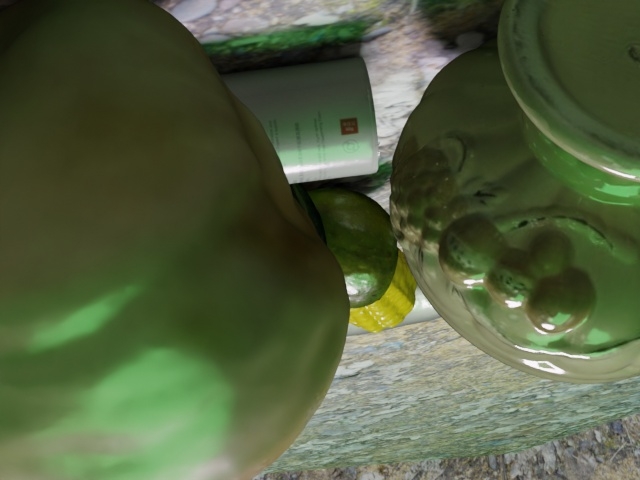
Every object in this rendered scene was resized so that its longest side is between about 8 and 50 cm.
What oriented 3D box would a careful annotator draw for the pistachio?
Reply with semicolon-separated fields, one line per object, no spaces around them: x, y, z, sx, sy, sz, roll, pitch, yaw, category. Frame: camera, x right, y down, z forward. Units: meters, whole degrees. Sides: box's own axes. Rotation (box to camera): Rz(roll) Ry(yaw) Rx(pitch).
-0.192;0.008;0.965;0.445;0.365;0.281;16;175;11;pistachio

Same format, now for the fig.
0.000;0.000;1.449;0.156;0.123;0.123;15;156;-19;fig

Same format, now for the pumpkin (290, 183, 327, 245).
-0.142;0.029;1.296;0.300;0.207;0.300;-4;172;-1;pumpkin

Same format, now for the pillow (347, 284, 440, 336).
0.077;0.078;1.819;0.254;0.078;0.144;-11;173;8;pillow

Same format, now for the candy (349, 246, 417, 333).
0.043;0.033;1.609;0.094;0.106;0.199;3;163;21;candy

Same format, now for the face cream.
-0.065;-0.088;1.139;0.214;0.096;0.096;-8;164;-4;face cream

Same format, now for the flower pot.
0.207;-0.068;1.056;0.307;0.308;0.244;-6;147;-12;flower pot
